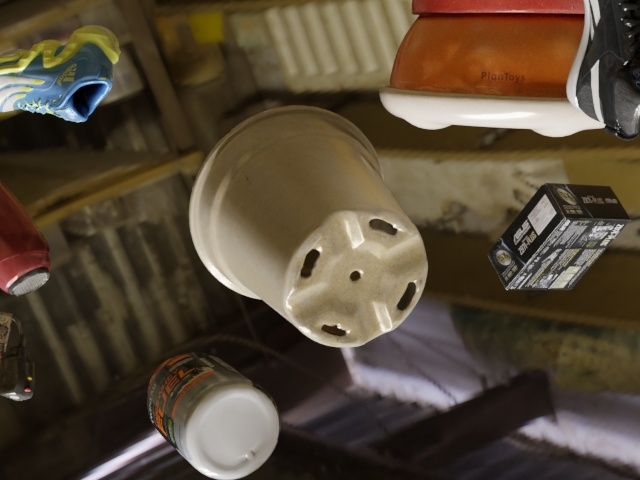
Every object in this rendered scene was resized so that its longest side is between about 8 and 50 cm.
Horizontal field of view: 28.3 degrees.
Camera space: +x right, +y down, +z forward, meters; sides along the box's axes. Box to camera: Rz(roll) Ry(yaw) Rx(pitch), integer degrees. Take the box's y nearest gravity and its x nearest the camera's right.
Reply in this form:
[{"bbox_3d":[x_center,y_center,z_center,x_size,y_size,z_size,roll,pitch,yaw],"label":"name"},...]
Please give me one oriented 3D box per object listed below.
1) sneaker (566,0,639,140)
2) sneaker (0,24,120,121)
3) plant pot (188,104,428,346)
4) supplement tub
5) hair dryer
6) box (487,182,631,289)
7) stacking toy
[{"bbox_3d":[0.304,-0.197,1.188,0.079,0.217,0.121,-17,-141,-24],"label":"sneaker"},{"bbox_3d":[-0.395,-0.216,1.812,0.240,0.091,0.126,-24,-126,17],"label":"sneaker"},{"bbox_3d":[0.000,0.000,1.918,0.333,0.334,0.305,-24,-150,-10],"label":"plant pot"},{"bbox_3d":[-0.132,0.197,1.475,0.117,0.117,0.190,-28,-163,-19],"label":"supplement tub"},{"bbox_3d":[-0.414,0.033,1.430,0.223,0.294,0.080,6,169,7],"label":"hair dryer"},{"bbox_3d":[0.383,-0.004,2.046,0.147,0.180,0.078,1,-131,-32],"label":"box"},{"bbox_3d":[0.266,-0.391,1.743,0.350,0.480,0.350,3,-171,0],"label":"stacking toy"}]
